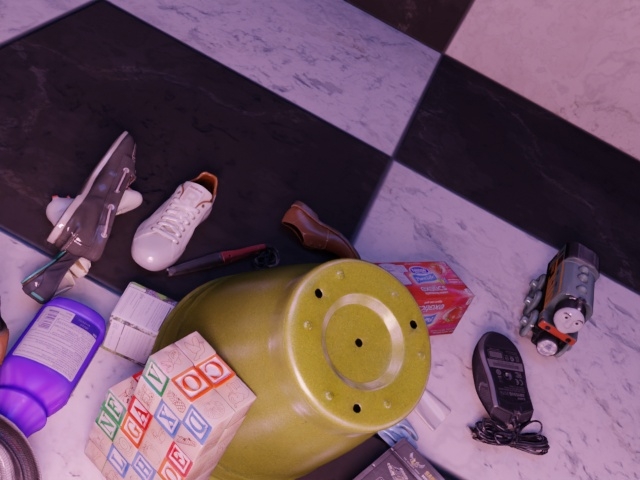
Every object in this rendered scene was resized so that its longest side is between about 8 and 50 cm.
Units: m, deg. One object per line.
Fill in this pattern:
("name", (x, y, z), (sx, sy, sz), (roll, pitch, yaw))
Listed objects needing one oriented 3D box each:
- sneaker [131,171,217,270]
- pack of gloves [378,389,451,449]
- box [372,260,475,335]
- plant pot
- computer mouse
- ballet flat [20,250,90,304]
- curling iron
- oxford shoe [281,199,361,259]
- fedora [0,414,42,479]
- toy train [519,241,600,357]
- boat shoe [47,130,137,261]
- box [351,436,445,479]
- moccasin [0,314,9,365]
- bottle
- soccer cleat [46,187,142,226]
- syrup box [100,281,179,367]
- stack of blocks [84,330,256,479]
("sneaker", (-0.301, -0.056, 1.527), (0.106, 0.123, 0.290), (29, 37, -3))
("pack of gloves", (0.137, 0.299, 1.455), (0.232, 0.046, 0.195), (41, 37, 16))
("box", (0.194, 0.131, 1.618), (0.257, 0.122, 0.128), (-1, 39, -34))
("plant pot", (-0.027, 0.187, 1.114), (0.367, 0.353, 0.366), (11, 68, -29))
("computer mouse", (0.379, 0.326, 1.569), (0.189, 0.072, 0.272), (16, 50, -20))
("ballet flat", (-0.469, 0.052, 1.341), (0.074, 0.074, 0.203), (28, 30, -1))
("curling iron", (-0.198, 0.046, 1.544), (0.274, 0.035, 0.068), (-6, 48, -38))
("oxford shoe", (0.000, 0.000, 1.719), (0.212, 0.076, 0.076), (37, 67, 7))
("fedora", (-0.492, 0.308, 0.903), (0.276, 0.124, 0.243), (13, 63, -16))
("toy train", (0.603, 0.144, 1.821), (0.142, 0.190, 0.334), (31, 36, 4))
("boat shoe", (-0.413, -0.085, 1.407), (0.095, 0.112, 0.335), (36, 38, -18))
("box", (0.162, 0.474, 1.251), (0.231, 0.056, 0.183), (44, 38, 19))
("moccasin", (-0.541, 0.125, 1.096), (0.139, 0.146, 0.380), (4, 16, -38))
("bottle", (-0.439, 0.213, 1.139), (0.118, 0.092, 0.282), (27, 36, -9))
("soccer cleat", (-0.452, -0.059, 1.483), (0.196, 0.068, 0.076), (-11, 56, -32))
("syrup box", (-0.256, 0.179, 1.299), (0.237, 0.093, 0.096), (24, 36, -6))
("stack of blocks", (-0.223, 0.266, 1.044), (0.171, 0.297, 0.087), (43, 39, 17))
